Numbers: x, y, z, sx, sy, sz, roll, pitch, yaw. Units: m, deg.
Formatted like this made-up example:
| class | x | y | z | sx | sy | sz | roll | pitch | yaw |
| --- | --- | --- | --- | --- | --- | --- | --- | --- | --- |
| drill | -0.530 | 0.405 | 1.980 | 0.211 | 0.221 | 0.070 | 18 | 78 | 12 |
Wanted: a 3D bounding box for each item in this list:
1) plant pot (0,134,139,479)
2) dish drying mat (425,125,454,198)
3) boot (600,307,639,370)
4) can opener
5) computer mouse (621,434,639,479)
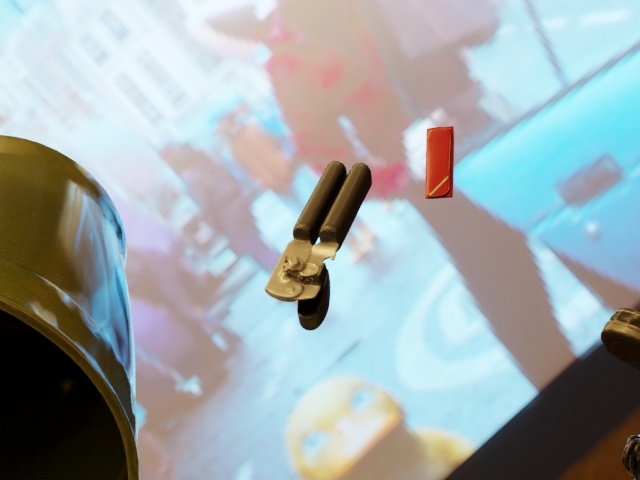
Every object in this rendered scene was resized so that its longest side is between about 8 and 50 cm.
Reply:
| class | x | y | z | sx | sy | sz | roll | pitch | yaw |
| --- | --- | --- | --- | --- | --- | --- | --- | --- | --- |
| plant pot | -0.317 | 0.088 | 1.601 | 0.366 | 0.366 | 0.353 | -43 | 19 | 26 |
| dish drying mat | 0.132 | -0.087 | 1.974 | 0.032 | 0.083 | 0.008 | -4 | -18 | 20 |
| boot | 0.362 | 0.051 | 1.674 | 0.236 | 0.085 | 0.178 | 26 | -96 | -46 |
| can opener | 0.000 | 0.000 | 2.401 | 0.093 | 0.074 | 0.280 | 79 | -155 | -42 |
| computer mouse | 0.265 | 0.235 | 1.313 | 0.042 | 0.193 | 0.106 | -22 | -10 | 2 |
